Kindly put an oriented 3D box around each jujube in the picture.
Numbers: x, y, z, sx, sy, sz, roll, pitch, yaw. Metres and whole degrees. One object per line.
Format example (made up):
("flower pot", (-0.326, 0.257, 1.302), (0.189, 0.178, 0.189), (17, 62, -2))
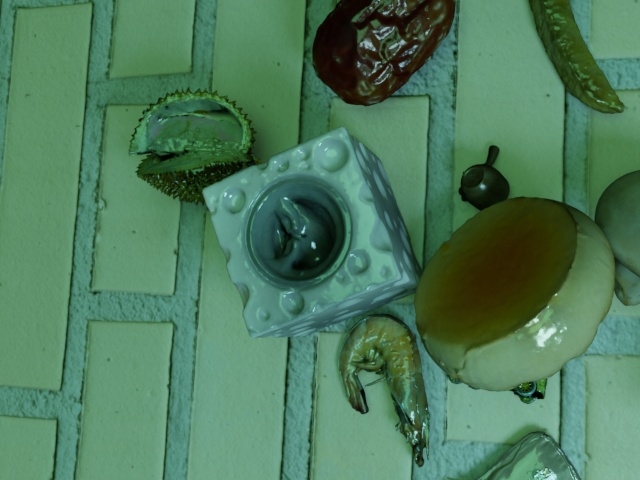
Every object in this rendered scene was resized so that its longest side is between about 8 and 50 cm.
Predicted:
("jujube", (0.099, -0.336, 1.327), (0.250, 0.174, 0.174), (-42, 74, 11))

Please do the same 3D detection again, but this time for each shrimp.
("shrimp", (0.108, 0.242, 1.322), (0.143, 0.052, 0.251), (-22, 70, 24))

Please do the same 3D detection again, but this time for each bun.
("bun", (0.283, 0.091, 1.169), (0.299, 0.299, 0.165), (-44, 117, 8))

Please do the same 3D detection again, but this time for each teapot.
("teapot", (0.254, -0.103, 1.307), (0.085, 0.080, 0.110), (-3, 67, 37))

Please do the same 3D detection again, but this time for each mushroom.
("mushroom", (0.480, 0.006, 1.174), (0.204, 0.204, 0.204), (-2, 83, 17))

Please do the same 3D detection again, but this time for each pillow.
("pillow", (0.283, 0.399, 1.249), (0.232, 0.038, 0.131), (-38, 79, 8))

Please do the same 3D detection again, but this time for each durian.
("durian", (-0.193, -0.150, 1.411), (0.237, 0.138, 0.194), (20, 87, 21))

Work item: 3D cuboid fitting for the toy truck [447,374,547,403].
("toy truck", (0.268, 0.180, 1.263), (0.168, 0.077, 0.100), (12, 74, 22))

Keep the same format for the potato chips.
("potato chips", (0.375, -0.377, 1.303), (0.080, 0.057, 0.407), (-14, 79, 2))

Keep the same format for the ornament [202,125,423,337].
("ornament", (0.000, 0.000, 1.280), (0.239, 0.239, 0.240), (-23, 77, 14))
